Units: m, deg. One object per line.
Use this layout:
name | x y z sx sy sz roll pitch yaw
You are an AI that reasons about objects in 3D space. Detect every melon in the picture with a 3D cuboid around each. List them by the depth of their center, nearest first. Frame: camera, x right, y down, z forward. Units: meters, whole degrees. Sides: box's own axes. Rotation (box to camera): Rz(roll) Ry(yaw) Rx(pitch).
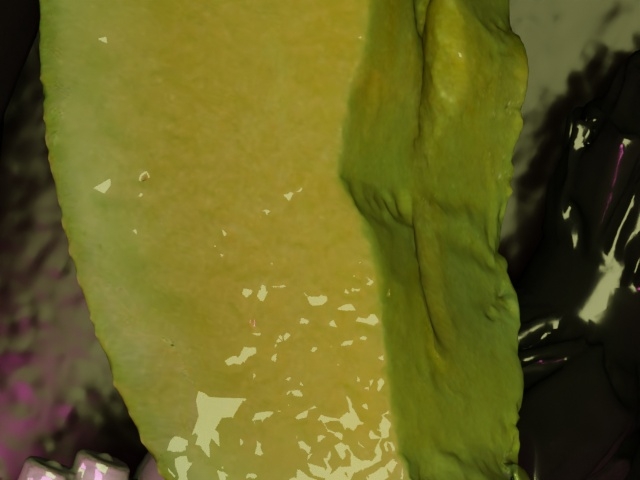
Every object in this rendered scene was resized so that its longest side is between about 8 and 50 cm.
melon | 0.000 0.000 0.647 0.124 0.196 0.323 -18 65 35

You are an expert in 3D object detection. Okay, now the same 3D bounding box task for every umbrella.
umbrella | 0.123 0.001 0.747 0.118 0.118 0.340 33 91 -4

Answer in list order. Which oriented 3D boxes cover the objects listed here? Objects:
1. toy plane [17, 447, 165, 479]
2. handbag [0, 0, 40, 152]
toy plane | -0.058 0.141 0.769 0.174 0.080 0.174 -4 104 -17
handbag | -0.238 -0.062 0.692 0.288 0.152 0.342 14 71 6
